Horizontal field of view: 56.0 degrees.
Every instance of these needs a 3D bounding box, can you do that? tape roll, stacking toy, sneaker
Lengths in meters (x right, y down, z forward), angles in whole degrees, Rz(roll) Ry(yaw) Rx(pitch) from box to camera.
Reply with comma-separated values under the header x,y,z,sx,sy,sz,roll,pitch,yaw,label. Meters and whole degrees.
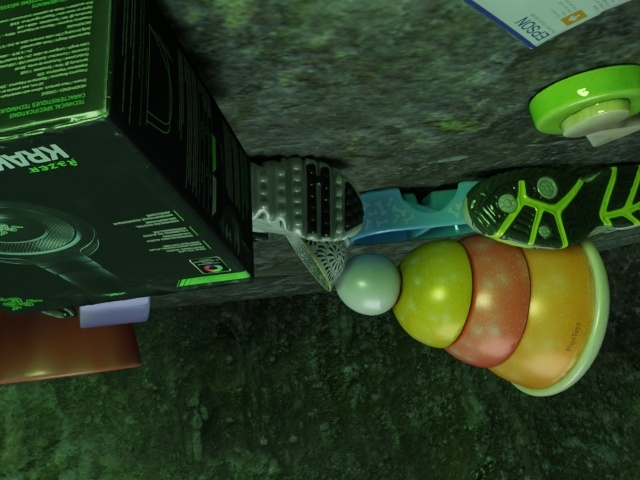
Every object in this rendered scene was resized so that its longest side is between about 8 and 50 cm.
x,y,z,sx,sy,sz,roll,pitch,yaw,label
-0.265,0.012,0.755,0.080,0.189,0.189,-4,170,-23,tape roll
0.407,-0.121,0.669,0.279,0.130,0.309,-16,166,41,stacking toy
-0.077,-0.055,0.807,0.292,0.110,0.118,7,172,-28,sneaker
0.413,-0.047,1.068,0.385,0.145,0.147,-2,169,-20,sneaker
0.261,0.098,1.168,0.480,0.350,0.350,11,165,-14,stacking toy

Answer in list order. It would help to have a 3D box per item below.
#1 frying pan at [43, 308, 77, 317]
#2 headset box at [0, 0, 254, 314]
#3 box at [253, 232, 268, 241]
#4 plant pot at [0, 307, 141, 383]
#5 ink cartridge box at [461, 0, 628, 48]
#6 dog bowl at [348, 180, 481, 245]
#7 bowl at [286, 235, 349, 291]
x,y,z,sx,sy,sz,roll,pitch,yaw,label
-0.403,-0.015,0.621,0.326,0.053,0.197,13,134,-25,frying pan
-0.202,-0.048,0.462,0.246,0.131,0.283,-8,157,7,headset box
-0.183,-0.007,1.010,0.162,0.029,0.116,-11,169,18,box
-0.477,0.126,1.097,0.275,0.243,0.275,-7,171,-1,plant pot
0.168,-0.194,0.314,0.224,0.045,0.223,-14,168,40,ink cartridge box
0.177,-0.045,1.100,0.297,0.074,0.166,-5,170,-10,dog bowl
0.000,0.000,1.073,0.080,0.170,0.170,-33,173,-8,bowl
